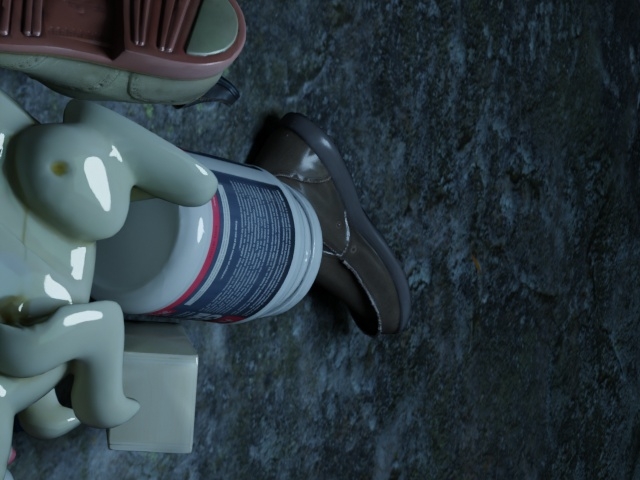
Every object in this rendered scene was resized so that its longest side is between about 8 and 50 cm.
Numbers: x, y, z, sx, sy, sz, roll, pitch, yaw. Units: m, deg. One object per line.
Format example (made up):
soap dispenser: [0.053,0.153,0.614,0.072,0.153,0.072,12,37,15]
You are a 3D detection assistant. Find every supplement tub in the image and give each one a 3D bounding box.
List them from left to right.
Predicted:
supplement tub: [-0.138,-0.003,1.792,0.272,0.191,0.191,12,86,-57]

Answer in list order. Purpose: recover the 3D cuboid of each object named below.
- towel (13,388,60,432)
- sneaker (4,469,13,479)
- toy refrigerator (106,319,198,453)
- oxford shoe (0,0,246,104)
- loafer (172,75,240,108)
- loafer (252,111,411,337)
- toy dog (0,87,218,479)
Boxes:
towel: [-0.314,0.142,1.693,0.067,0.029,0.119,-29,120,-51]
sneaker: [-0.349,0.349,1.625,0.085,0.086,0.237,25,73,-55]
toy refrigerator: [-0.191,0.151,1.698,0.269,0.094,0.102,-153,-113,-80]
oxford shoe: [-0.278,-0.195,1.477,0.146,0.397,0.140,126,-26,-57]
loafer: [-0.160,-0.184,1.862,0.170,0.062,0.061,22,99,-53]
loafer: [0.000,0.000,2.101,0.130,0.134,0.366,-38,122,-15]
toy dog: [-0.330,0.061,1.429,0.395,0.284,0.408,36,65,-37]
